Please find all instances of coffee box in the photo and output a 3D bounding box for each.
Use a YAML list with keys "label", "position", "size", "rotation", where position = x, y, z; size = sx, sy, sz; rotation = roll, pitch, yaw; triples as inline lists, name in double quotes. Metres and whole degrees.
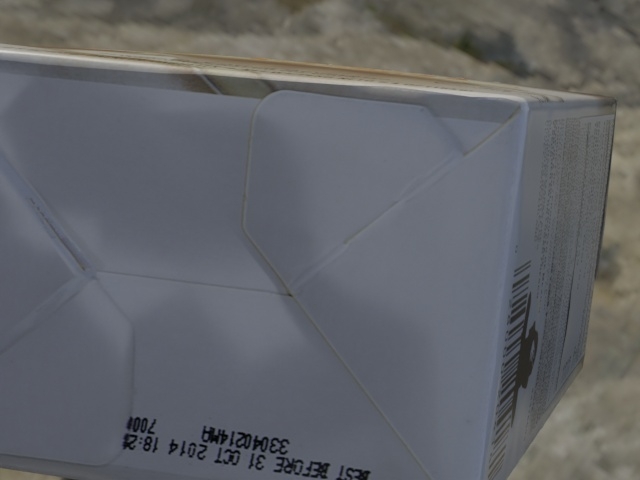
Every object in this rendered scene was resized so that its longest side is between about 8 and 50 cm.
- label: "coffee box"
  position: [0.000, 0.000, 0.512]
  size: [0.141, 0.098, 0.246]
  rotation: [7, 6, 12]
